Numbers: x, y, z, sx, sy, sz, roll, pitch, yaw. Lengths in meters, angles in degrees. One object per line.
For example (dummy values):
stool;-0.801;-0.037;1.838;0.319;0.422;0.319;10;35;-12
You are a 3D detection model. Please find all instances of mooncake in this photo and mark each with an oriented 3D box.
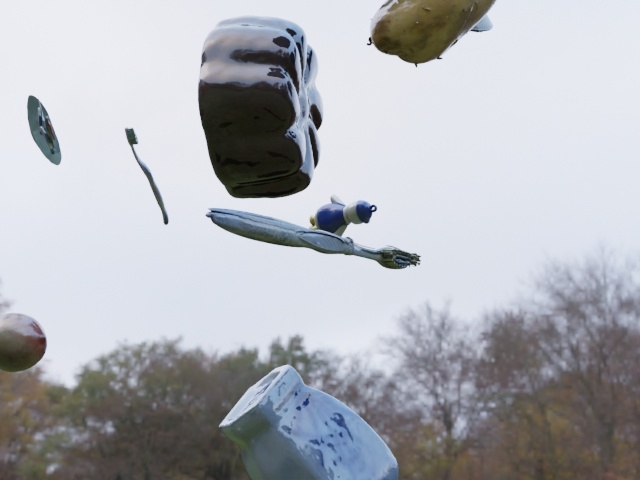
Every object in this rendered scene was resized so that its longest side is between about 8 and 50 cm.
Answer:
mooncake;-0.089;-0.217;1.525;0.154;0.306;0.306;-2;-29;12

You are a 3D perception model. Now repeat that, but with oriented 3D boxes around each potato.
potato;0.186;-0.358;1.479;0.128;0.235;0.161;58;-28;-3

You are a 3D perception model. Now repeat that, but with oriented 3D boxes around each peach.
peach;-0.407;0.136;1.256;0.083;0.083;0.083;4;-28;2

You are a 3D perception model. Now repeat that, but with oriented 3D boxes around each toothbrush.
toothbrush;0.000;0.000;1.294;0.042;0.035;0.413;-8;-14;43
toothbrush;-0.406;-0.149;2.213;0.027;0.021;0.269;0;-54;27

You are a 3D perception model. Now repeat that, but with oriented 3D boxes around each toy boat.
toy boat;-0.399;-0.155;1.386;0.034;0.149;0.105;-25;-55;-24

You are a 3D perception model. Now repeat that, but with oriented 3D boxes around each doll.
doll;0.041;-0.043;1.704;0.143;0.098;0.058;-16;-27;30

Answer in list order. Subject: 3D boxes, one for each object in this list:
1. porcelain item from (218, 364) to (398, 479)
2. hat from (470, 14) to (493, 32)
porcelain item;0.007;0.433;1.727;0.405;0.242;0.178;48;-50;-5
hat;0.234;-0.453;1.699;0.193;0.193;0.082;11;-60;-11
